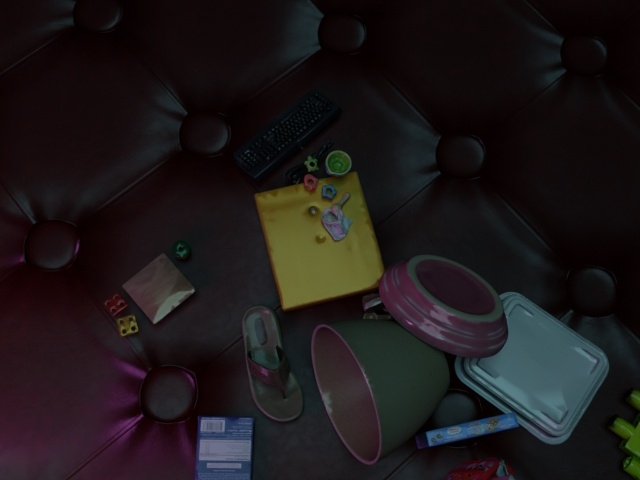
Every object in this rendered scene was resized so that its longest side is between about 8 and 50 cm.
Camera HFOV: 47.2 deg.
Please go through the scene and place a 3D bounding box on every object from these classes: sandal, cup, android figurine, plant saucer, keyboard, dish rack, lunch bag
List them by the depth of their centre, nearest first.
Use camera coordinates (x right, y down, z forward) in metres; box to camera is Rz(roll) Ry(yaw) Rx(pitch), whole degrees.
[{"bbox_3d":[0.329,0.578,1.614,0.258,0.293,0.120,-39,79,-17],"label":"lunch bag"},{"bbox_3d":[0.155,0.315,1.693,0.237,0.331,0.331,-18,74,-21],"label":"cup"},{"bbox_3d":[0.305,0.139,1.745,0.332,0.084,0.332,18,30,-11],"label":"plant saucer"},{"bbox_3d":[0.847,0.488,1.784,0.273,0.056,0.248,34,74,9],"label":"android figurine"},{"bbox_3d":[-0.129,0.300,1.789,0.120,0.086,0.302,-18,74,-7],"label":"sandal"},{"bbox_3d":[0.535,0.308,1.822,0.333,0.072,0.285,36,76,10],"label":"dish rack"},{"bbox_3d":[-0.068,-0.269,1.976,0.317,0.033,0.201,-42,66,-13],"label":"keyboard"}]

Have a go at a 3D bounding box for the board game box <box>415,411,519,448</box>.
[{"bbox_3d":[0.340,0.449,1.722,0.212,0.160,0.039,-12,73,-6],"label":"board game box"}]

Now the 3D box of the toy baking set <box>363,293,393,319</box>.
[{"bbox_3d":[0.229,0.188,1.866,0.256,0.030,0.196,-29,76,-10],"label":"toy baking set"}]

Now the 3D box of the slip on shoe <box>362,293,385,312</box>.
[{"bbox_3d":[0.171,0.144,1.852,0.135,0.051,0.041,-19,58,7],"label":"slip on shoe"}]

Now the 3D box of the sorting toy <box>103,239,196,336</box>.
[{"bbox_3d":[-0.412,0.131,1.851,0.274,0.046,0.132,-41,79,-13],"label":"sorting toy"}]

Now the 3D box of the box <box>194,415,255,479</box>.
[{"bbox_3d":[-0.228,0.533,1.739,0.137,0.036,0.225,2,71,-1],"label":"box"}]

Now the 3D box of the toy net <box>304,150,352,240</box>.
[{"bbox_3d":[0.024,-0.116,1.889,0.122,0.045,0.232,-2,75,-11],"label":"toy net"}]

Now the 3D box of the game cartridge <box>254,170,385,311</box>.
[{"bbox_3d":[0.000,0.000,1.911,0.286,0.052,0.323,-13,76,-6],"label":"game cartridge"}]
